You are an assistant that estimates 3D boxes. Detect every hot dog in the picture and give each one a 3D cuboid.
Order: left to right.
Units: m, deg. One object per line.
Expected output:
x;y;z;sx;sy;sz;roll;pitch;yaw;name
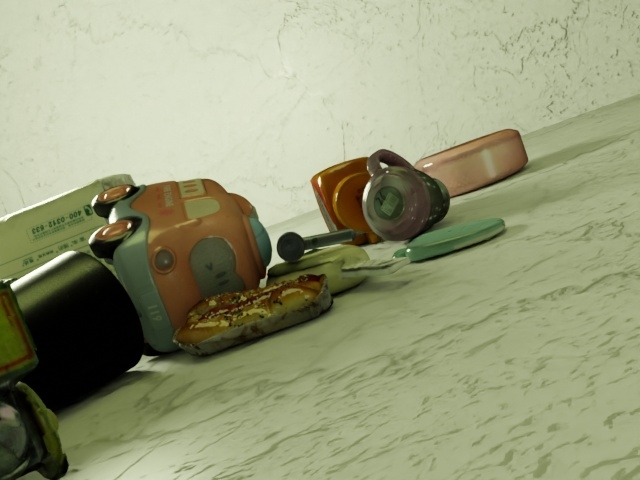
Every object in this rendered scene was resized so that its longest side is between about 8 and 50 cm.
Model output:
-0.077;0.082;0.807;0.191;0.059;0.108;-18;10;7;hot dog

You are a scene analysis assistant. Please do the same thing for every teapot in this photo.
0.134;-0.068;1.123;0.148;0.116;0.146;33;23;30;teapot

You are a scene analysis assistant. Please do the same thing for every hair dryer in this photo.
0.000;0.000;0.900;0.114;0.037;0.063;-11;3;-1;hair dryer

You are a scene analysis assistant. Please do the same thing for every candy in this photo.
0.315;-0.162;1.514;0.255;0.094;0.255;-21;5;2;candy

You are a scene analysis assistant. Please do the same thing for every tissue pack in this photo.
-0.517;0.063;1.405;0.380;0.297;0.207;-18;8;7;tissue pack

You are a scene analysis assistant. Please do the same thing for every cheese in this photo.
0.027;0.037;0.871;0.127;0.054;0.251;-23;7;-28;cheese

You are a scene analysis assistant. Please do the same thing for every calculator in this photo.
0.160;0.000;0.891;0.153;0.021;0.095;-15;7;26;calculator

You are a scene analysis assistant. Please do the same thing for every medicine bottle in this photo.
0.062;-0.071;1.272;0.112;0.149;0.222;-22;6;-4;medicine bottle

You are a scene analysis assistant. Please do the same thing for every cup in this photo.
-0.333;0.153;0.837;0.166;0.239;0.177;29;39;24;cup

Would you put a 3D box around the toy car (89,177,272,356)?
-0.177;0.013;0.950;0.212;0.181;0.270;-19;28;-6;toy car

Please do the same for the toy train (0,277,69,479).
-0.306;0.130;0.542;0.261;0.177;0.134;-14;8;45;toy train

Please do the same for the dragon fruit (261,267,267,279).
-0.161;0.039;1.145;0.136;0.133;0.166;-14;-10;-34;dragon fruit
